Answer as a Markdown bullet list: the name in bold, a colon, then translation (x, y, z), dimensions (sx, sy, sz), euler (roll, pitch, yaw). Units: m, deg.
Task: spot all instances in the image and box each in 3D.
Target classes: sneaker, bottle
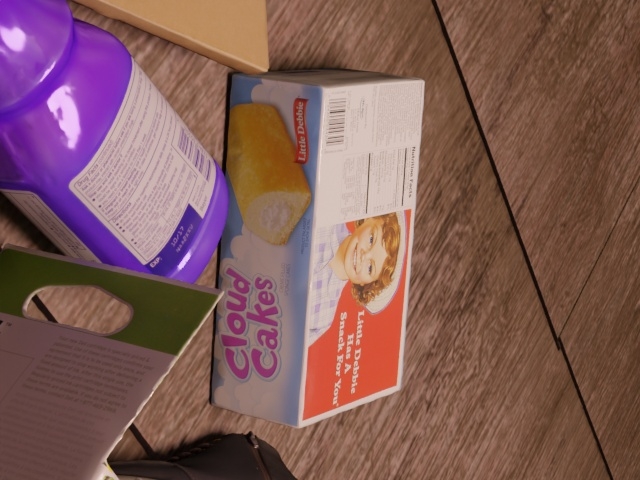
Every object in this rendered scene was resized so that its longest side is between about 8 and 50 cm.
- **sneaker**: translation (-0.108, 0.191, 1.141), dimensions (0.222, 0.118, 0.083), euler (14, 108, -29)
- **bottle**: translation (-0.158, -0.073, 0.958), dimensions (0.283, 0.092, 0.118), euler (52, 51, -49)

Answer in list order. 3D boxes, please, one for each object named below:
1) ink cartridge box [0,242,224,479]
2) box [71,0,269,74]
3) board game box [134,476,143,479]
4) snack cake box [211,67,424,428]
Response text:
- **ink cartridge box**: translation (-0.172, 0.136, 0.909), dimensions (0.255, 0.188, 0.097), euler (-57, 140, -30)
- **box**: translation (-0.101, -0.211, 1.025), dimensions (0.201, 0.021, 0.164), euler (15, 68, -57)
- **board game box**: translation (-0.144, 0.367, 1.057), dimensions (0.318, 0.066, 0.319), euler (-48, 139, -13)
- **snack cake box**: translation (0.000, 0.000, 1.222), dimensions (0.152, 0.089, 0.264), euler (-12, 110, -57)
